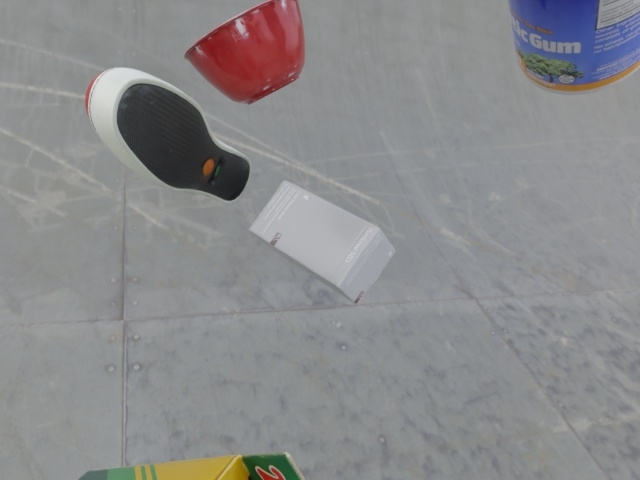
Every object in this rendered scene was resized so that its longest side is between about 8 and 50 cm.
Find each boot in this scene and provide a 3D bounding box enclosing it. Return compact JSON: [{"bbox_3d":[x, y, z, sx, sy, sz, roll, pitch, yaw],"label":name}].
[{"bbox_3d":[-0.198,-0.117,0.485,0.176,0.088,0.244,24,-4,15],"label":"boot"}]

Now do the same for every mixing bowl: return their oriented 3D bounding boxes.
[{"bbox_3d":[-0.091,-0.261,0.655,0.182,0.098,0.181,-25,18,9],"label":"mixing bowl"}]

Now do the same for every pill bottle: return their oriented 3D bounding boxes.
[{"bbox_3d":[0.260,-0.277,0.441,0.152,0.152,0.272,44,7,32],"label":"pill bottle"}]

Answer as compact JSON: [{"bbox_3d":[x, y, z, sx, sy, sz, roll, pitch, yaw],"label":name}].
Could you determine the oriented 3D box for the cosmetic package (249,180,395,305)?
[{"bbox_3d":[0.000,0.000,0.824,0.238,0.107,0.127,27,79,37],"label":"cosmetic package"}]

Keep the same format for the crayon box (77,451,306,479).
[{"bbox_3d":[-0.101,0.284,0.368,0.202,0.319,0.081,59,37,-5],"label":"crayon box"}]
